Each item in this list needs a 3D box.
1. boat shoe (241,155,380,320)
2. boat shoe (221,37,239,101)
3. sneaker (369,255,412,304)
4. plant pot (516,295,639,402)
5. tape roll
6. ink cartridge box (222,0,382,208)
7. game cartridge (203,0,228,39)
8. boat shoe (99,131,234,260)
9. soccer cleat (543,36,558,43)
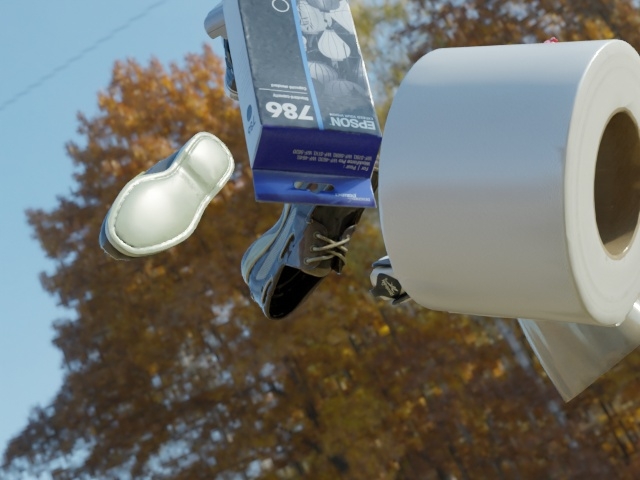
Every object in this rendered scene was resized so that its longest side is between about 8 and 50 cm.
[{"bbox_3d":[0.000,0.000,1.752,0.132,0.130,0.355,3,-39,-32],"label":"boat shoe"},{"bbox_3d":[-0.138,-0.344,1.964,0.080,0.228,0.076,7,-42,-5],"label":"boat shoe"},{"bbox_3d":[0.162,0.063,1.909,0.153,0.094,0.235,-28,15,-5],"label":"sneaker"},{"bbox_3d":[0.488,0.130,2.194,0.256,0.274,0.256,-38,-12,-9],"label":"plant pot"},{"bbox_3d":[0.184,-0.052,0.988,0.169,0.246,0.246,2,-4,34],"label":"tape roll"},{"bbox_3d":[-0.021,-0.194,1.430,0.165,0.332,0.065,2,-34,-22],"label":"ink cartridge box"},{"bbox_3d":[-0.046,-0.441,1.824,0.198,0.062,0.297,-21,24,47],"label":"game cartridge"},{"bbox_3d":[-0.168,-0.037,1.185,0.069,0.081,0.227,-34,10,36],"label":"boat shoe"},{"bbox_3d":[0.373,-0.237,1.773,0.083,0.248,0.095,26,-57,-17],"label":"soccer cleat"}]
